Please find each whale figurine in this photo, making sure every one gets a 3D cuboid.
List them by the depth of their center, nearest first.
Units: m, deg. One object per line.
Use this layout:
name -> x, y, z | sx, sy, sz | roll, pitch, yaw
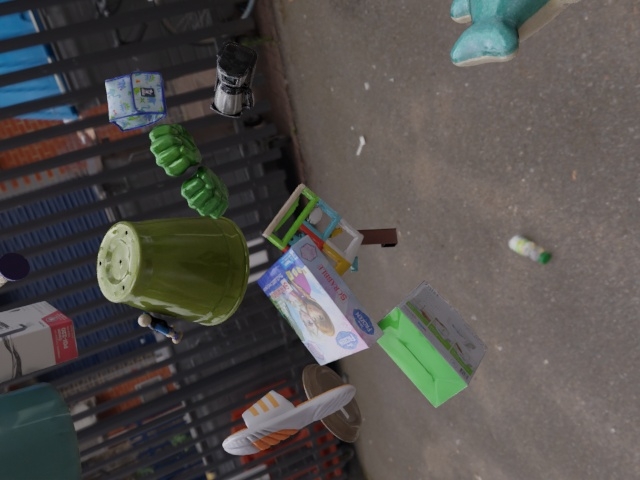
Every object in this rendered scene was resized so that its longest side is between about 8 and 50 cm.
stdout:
whale figurine -> 0.282, -0.377, 0.824 | 0.216, 0.272, 0.141 | 11, 148, 45

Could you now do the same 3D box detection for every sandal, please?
sandal -> -0.063, 0.318, 1.045 | 0.076, 0.265, 0.102 | 58, 160, 34

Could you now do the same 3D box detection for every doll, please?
doll -> -0.489, 0.263, 1.686 | 0.129, 0.046, 0.189 | 31, 168, 28

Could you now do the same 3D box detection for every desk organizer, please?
desk organizer -> 0.177, -0.006, 1.756 | 0.047, 0.130, 0.050 | 112, 154, -70

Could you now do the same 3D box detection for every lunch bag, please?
lunch bag -> -0.495, -0.381, 1.502 | 0.096, 0.151, 0.128 | 60, -161, -78

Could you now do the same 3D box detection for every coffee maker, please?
coffee maker -> -0.247, -0.467, 1.560 | 0.178, 0.120, 0.171 | 118, 146, -57

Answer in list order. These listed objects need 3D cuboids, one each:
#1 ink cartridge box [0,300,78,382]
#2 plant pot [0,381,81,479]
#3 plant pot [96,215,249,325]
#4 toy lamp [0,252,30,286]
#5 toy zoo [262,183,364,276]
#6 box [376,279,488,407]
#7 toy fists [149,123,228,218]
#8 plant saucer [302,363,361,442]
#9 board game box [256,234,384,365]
ink cartridge box -> -0.635, 0.210, 1.121 | 0.159, 0.218, 0.092 | 15, 113, 43
plant pot -> -0.629, 0.436, 1.040 | 0.293, 0.235, 0.292 | 1, 91, 44
plant pot -> -0.474, 0.077, 1.714 | 0.367, 0.353, 0.366 | -8, 78, 40
toy lamp -> -0.808, 0.116, 1.357 | 0.275, 0.080, 0.080 | -30, 79, 36
toy zoo -> 0.000, 0.000, 1.603 | 0.293, 0.192, 0.030 | 41, 160, -15
box -> 0.298, 0.266, 1.491 | 0.262, 0.231, 0.127 | 48, 121, 8
toy fists -> -0.333, -0.179, 1.429 | 0.279, 0.096, 0.142 | 57, -163, -19
plant saucer -> 0.046, 0.511, 1.774 | 0.278, 0.041, 0.278 | 48, -165, -17
board game box -> -0.015, 0.177, 1.505 | 0.318, 0.066, 0.319 | 52, 150, 3
